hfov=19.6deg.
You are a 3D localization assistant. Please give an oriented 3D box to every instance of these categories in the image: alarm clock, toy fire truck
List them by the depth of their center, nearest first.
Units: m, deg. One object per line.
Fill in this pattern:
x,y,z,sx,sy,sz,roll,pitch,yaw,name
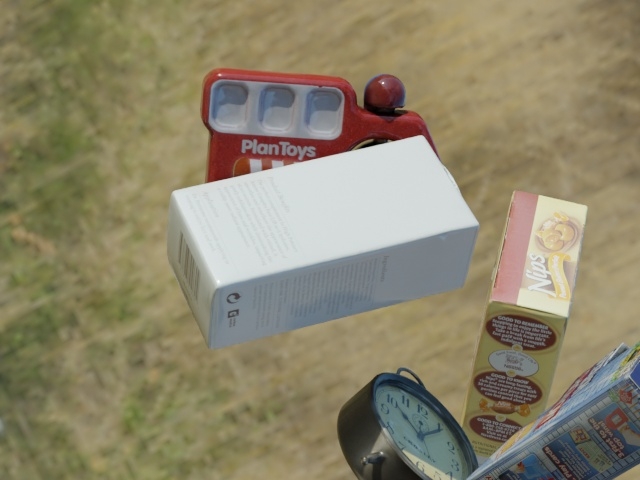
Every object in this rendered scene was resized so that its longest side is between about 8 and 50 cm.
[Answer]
0.075,0.171,1.610,0.129,0.064,0.192,40,28,-15,alarm clock
0.007,-0.070,2.151,0.169,0.302,0.254,-105,-161,-73,toy fire truck

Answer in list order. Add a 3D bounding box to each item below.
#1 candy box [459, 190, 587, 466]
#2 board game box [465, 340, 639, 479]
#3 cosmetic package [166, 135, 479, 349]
0.208,0.127,1.987,0.183,0.087,0.316,-72,173,-48,candy box
0.204,0.134,1.381,0.060,0.194,0.194,50,32,1,board game box
0.000,0.000,1.521,0.085,0.231,0.117,99,-27,-46,cosmetic package
